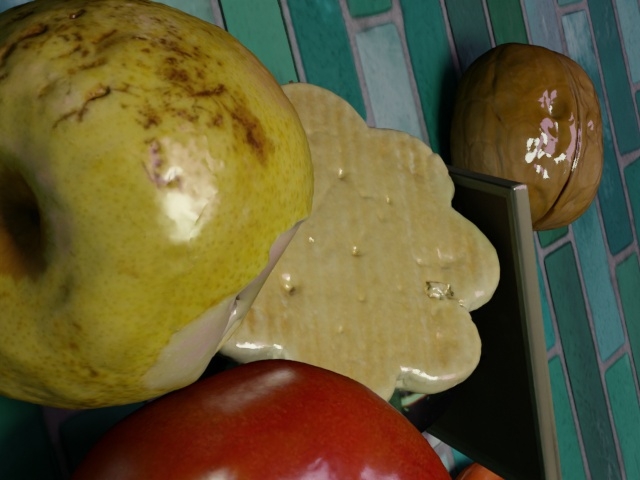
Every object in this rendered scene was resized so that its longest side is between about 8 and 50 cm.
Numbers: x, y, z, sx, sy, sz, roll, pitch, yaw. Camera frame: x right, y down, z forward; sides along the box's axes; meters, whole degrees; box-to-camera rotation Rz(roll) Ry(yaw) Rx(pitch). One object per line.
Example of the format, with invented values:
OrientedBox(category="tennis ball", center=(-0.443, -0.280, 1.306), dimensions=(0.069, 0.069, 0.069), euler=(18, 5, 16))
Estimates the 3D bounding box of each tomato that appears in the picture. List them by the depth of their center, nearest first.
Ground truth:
OrientedBox(category="tomato", center=(-0.039, 0.219, 0.872), dimensions=(0.298, 0.226, 0.298), euler=(3, 84, -27))

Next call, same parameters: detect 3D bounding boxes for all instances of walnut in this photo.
OrientedBox(category="walnut", center=(0.216, -0.108, 1.418), dimensions=(0.167, 0.167, 0.207), euler=(17, 68, -53))

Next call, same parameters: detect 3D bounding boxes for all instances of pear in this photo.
OrientedBox(category="pear", center=(-0.126, -0.025, 0.828), dimensions=(0.271, 0.271, 0.271), euler=(16, 71, -53))

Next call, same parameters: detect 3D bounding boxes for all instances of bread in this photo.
OrientedBox(category="bread", center=(0.000, 0.000, 1.056), dimensions=(0.316, 0.054, 0.316), euler=(16, 50, -20))

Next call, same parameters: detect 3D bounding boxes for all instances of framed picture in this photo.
OrientedBox(category="framed picture", center=(0.132, 0.072, 1.204), dimensions=(0.020, 0.211, 0.289), euler=(-18, 109, -24))

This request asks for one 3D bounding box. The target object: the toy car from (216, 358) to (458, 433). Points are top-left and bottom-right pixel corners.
OrientedBox(category="toy car", center=(0.032, 0.116, 1.122), dimensions=(0.306, 0.125, 0.136), euler=(-30, 114, -52))

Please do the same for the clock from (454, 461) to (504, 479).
OrientedBox(category="clock", center=(0.175, 0.324, 1.362), dimensions=(0.205, 0.051, 0.205), euler=(14, 73, -52))
